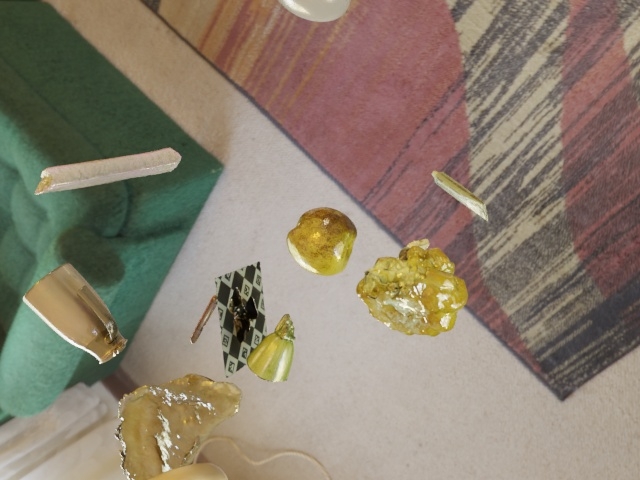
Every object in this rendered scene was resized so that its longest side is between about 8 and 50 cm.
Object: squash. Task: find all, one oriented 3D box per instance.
[{"bbox_3d":[-0.089,0.232,1.283,0.105,0.105,0.132,33,108,16],"label":"squash"}]

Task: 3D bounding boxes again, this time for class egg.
[{"bbox_3d":[-0.023,-0.647,1.452,0.232,0.176,0.176,23,131,-30],"label":"egg"}]

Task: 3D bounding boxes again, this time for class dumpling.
[{"bbox_3d":[-0.255,0.306,0.990,0.166,0.086,0.332,41,115,6],"label":"dumpling"}]

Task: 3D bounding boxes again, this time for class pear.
[{"bbox_3d":[0.000,0.000,1.655,0.197,0.197,0.197,11,114,27],"label":"pear"}]

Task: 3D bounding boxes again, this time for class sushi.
[{"bbox_3d":[-0.202,0.181,1.382,0.047,0.220,0.231,-3,97,21],"label":"sushi"}]

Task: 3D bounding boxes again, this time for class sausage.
[{"bbox_3d":[-0.354,0.241,1.772,0.025,0.028,0.198,35,107,10],"label":"sausage"}]

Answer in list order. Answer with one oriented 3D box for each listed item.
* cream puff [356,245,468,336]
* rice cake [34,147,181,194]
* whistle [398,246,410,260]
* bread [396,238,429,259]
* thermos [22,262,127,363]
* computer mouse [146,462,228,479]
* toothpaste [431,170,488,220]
[{"bbox_3d":[0.205,0.100,1.217,0.221,0.195,0.194,-4,106,37],"label":"cream puff"},{"bbox_3d":[-0.511,-0.174,1.423,0.073,0.365,0.056,-20,88,51],"label":"rice cake"},{"bbox_3d":[0.320,0.115,1.736,0.057,0.326,0.068,16,74,40],"label":"whistle"},{"bbox_3d":[0.278,0.036,1.772,0.153,0.068,0.028,110,146,-67],"label":"bread"},{"bbox_3d":[-0.441,0.140,1.084,0.193,0.105,0.137,48,133,-2],"label":"thermos"},{"bbox_3d":[-0.224,0.360,0.736,0.236,0.145,0.082,-31,66,12],"label":"computer mouse"},{"bbox_3d":[0.296,-0.103,1.244,0.197,0.029,0.048,51,171,50],"label":"toothpaste"}]
